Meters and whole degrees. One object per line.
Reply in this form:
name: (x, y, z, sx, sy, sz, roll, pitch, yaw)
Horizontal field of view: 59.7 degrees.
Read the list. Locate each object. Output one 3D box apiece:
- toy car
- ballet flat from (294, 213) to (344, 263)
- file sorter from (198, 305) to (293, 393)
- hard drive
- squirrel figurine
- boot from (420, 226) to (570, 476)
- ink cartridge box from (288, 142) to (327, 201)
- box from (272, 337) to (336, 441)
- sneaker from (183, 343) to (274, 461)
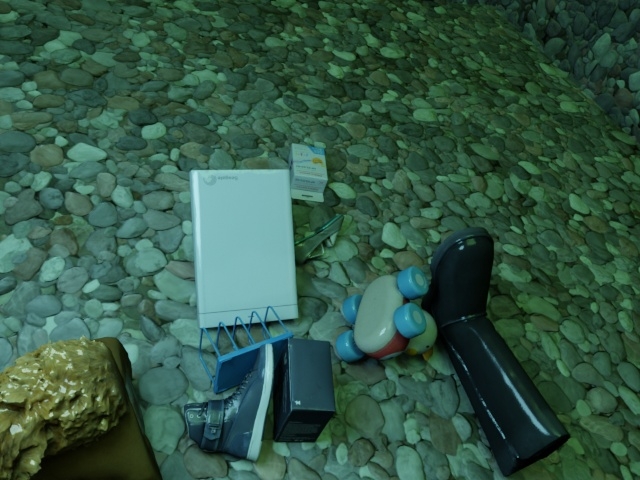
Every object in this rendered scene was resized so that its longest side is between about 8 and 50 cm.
toy car: (0.200, 0.218, 1.317, 0.238, 0.219, 0.210, 38, 41, -24)
ballet flat: (0.000, 0.000, 1.507, 0.213, 0.072, 0.068, -33, 94, -38)
file sorter: (-0.163, 0.227, 1.197, 0.170, 0.118, 0.104, -15, 50, -30)
hard drive: (-0.175, 0.014, 1.290, 0.232, 0.047, 0.354, -3, 88, -21)
squirrel figurine: (-0.470, 0.307, 0.839, 0.370, 0.397, 0.281, -18, 66, -16)
boot: (0.383, 0.241, 1.220, 0.146, 0.367, 0.446, -13, 54, -8)
ink cartridge box: (-0.038, -0.204, 1.668, 0.104, 0.062, 0.181, 6, 48, -14)
box: (-0.038, 0.308, 1.140, 0.093, 0.158, 0.156, 7, 48, -14)
sneaker: (-0.179, 0.304, 1.094, 0.163, 0.086, 0.227, 12, 80, -5)
